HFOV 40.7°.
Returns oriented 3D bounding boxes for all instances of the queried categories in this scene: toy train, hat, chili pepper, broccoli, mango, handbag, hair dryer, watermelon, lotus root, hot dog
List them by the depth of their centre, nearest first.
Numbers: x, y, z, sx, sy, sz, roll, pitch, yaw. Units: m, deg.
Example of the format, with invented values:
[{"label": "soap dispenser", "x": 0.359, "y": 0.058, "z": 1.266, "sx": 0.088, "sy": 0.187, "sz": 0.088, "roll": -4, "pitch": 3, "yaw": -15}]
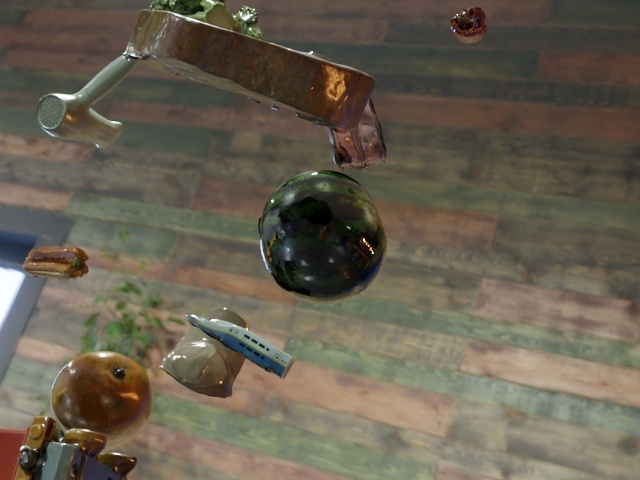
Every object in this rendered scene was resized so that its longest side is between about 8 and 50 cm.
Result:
[{"label": "lotus root", "x": -0.120, "y": -0.267, "z": 1.324, "sx": 0.391, "sy": 0.111, "sz": 0.375, "roll": 21, "pitch": 10, "yaw": 18}, {"label": "hair dryer", "x": -0.361, "y": -0.262, "z": 1.509, "sx": 0.075, "sy": 0.237, "sz": 0.206, "roll": 48, "pitch": 10, "yaw": 14}, {"label": "toy train", "x": -0.486, "y": 0.431, "z": 1.565, "sx": 0.232, "sy": 0.163, "sz": 0.369, "roll": 4, "pitch": -27, "yaw": 15}, {"label": "watermelon", "x": 0.005, "y": 0.000, "z": 1.674, "sx": 0.269, "sy": 0.269, "sz": 0.269, "roll": 16, "pitch": -20, "yaw": 6}, {"label": "toy train", "x": -0.161, "y": 0.195, "z": 1.703, "sx": 0.234, "sy": 0.051, "sz": 0.052, "roll": 30, "pitch": -10, "yaw": 14}, {"label": "chili pepper", "x": 0.304, "y": -0.434, "z": 1.751, "sx": 0.070, "sy": 0.073, "sz": 0.123, "roll": 39, "pitch": 13, "yaw": 6}, {"label": "hot dog", "x": -0.552, "y": 0.049, "z": 1.816, "sx": 0.188, "sy": 0.072, "sz": 0.055, "roll": 3, "pitch": -35, "yaw": 34}, {"label": "handbag", "x": 0.063, "y": -0.246, "z": 1.826, "sx": 0.116, "sy": 0.205, "sz": 0.179, "roll": -17, "pitch": 12, "yaw": 1}, {"label": "hat", "x": -0.234, "y": 0.229, "z": 1.835, "sx": 0.166, "sy": 0.173, "sz": 0.144, "roll": 25, "pitch": -1, "yaw": 3}, {"label": "mango", "x": -0.466, "y": 0.357, "z": 1.857, "sx": 0.211, "sy": 0.173, "sz": 0.317, "roll": -8, "pitch": -34, "yaw": -18}, {"label": "broccoli", "x": -0.288, "y": -0.525, "z": 2.211, "sx": 0.260, "sy": 0.288, "sz": 0.235, "roll": -126, "pitch": -157, "yaw": -50}]
